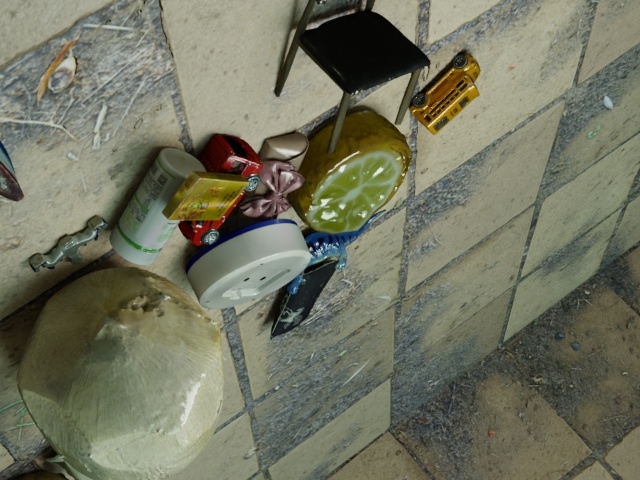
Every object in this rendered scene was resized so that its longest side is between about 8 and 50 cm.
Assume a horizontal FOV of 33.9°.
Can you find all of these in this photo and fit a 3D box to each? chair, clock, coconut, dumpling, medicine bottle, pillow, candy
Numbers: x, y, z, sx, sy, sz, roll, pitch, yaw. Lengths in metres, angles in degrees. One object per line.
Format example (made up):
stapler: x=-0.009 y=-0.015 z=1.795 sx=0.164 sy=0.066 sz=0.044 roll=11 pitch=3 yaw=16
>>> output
chair: x=0.058 y=-0.297 z=1.642 sx=0.188 sy=0.166 sz=0.272 roll=-26 pitch=151 yaw=-30
clock: x=-0.134 y=0.047 z=1.965 sx=0.230 sy=0.083 sz=0.230 roll=-21 pitch=163 yaw=-7
coconut: x=-0.322 y=0.223 z=1.744 sx=0.346 sy=0.346 sz=0.360 roll=-32 pitch=162 yaw=-20
dumpling: x=-0.489 y=0.451 z=2.171 sx=0.155 sy=0.111 sz=0.181 roll=4 pitch=130 yaw=-16
medicine bottle: x=-0.260 y=-0.054 z=1.678 sx=0.086 sy=0.086 sz=0.183 roll=-4 pitch=137 yaw=-53
pillow: x=-0.041 y=0.129 z=2.333 sx=0.141 sy=0.055 sz=0.208 roll=-24 pitch=151 yaw=-46
candy: x=0.054 y=-0.126 z=1.981 sx=0.259 sy=0.118 sz=0.260 roll=-31 pitch=151 yaw=-19

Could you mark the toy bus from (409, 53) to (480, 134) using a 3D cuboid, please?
toy bus: x=0.255 y=-0.286 z=2.057 sx=0.162 sy=0.074 sz=0.069 roll=-43 pitch=154 yaw=7

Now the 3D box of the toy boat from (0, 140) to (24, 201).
toy boat: x=-0.450 y=-0.106 z=1.373 sx=0.080 sy=0.046 sz=0.229 roll=-42 pitch=154 yaw=-6

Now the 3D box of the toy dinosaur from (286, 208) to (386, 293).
toy dinosaur: x=-0.014 y=0.024 z=2.182 sx=0.329 sy=0.076 sz=0.144 roll=-15 pitch=139 yaw=-27

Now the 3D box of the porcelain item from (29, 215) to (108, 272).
porcelain item: x=-0.395 y=0.018 z=1.676 sx=0.136 sy=0.021 sz=0.075 roll=-35 pitch=154 yaw=-15

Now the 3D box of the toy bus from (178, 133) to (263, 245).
toy bus: x=-0.184 y=-0.082 z=1.755 sx=0.089 sy=0.081 sz=0.195 roll=13 pitch=122 yaw=-49

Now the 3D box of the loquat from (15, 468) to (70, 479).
loquat: x=-0.557 y=0.591 z=2.133 sx=0.243 sy=0.244 sz=0.244 roll=-33 pitch=154 yaw=-18

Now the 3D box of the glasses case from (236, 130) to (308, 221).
glasses case: x=-0.087 y=-0.097 z=1.877 sx=0.102 sy=0.070 sz=0.194 roll=-18 pitch=146 yaw=-39

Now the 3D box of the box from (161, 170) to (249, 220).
box: x=-0.178 y=-0.068 z=1.648 sx=0.089 sy=0.022 sz=0.156 roll=-51 pitch=162 yaw=15
